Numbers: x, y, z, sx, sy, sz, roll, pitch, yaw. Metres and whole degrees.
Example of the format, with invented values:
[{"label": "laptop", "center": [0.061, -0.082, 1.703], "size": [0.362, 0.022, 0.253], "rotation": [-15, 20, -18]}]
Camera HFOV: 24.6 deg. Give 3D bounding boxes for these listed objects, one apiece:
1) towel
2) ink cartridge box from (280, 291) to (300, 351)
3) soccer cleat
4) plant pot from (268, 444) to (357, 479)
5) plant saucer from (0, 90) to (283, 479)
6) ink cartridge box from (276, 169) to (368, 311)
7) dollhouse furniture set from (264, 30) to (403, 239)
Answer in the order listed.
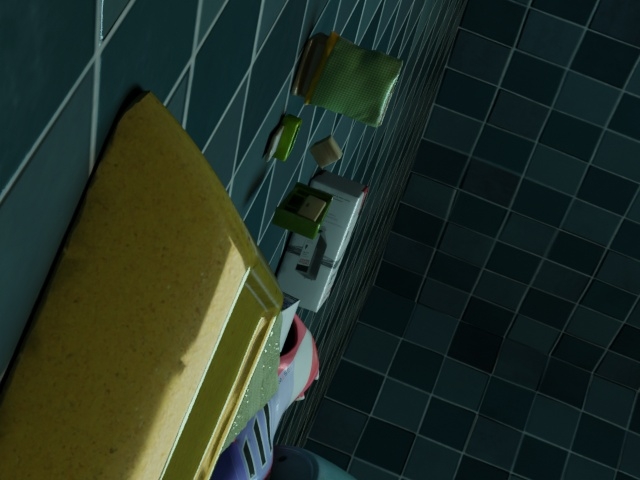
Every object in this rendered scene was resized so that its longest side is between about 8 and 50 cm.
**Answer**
[{"label": "towel", "center": [-0.071, 0.129, 1.372], "size": [0.110, 0.027, 0.148], "rotation": [-48, 158, -37]}, {"label": "ink cartridge box", "center": [-0.063, 0.094, 1.448], "size": [0.115, 0.029, 0.063], "rotation": [-29, 142, -64]}, {"label": "soccer cleat", "center": [-0.074, 0.174, 1.539], "size": [0.248, 0.083, 0.095], "rotation": [-56, 137, -43]}, {"label": "plant pot", "center": [-0.044, 0.334, 1.559], "size": [0.290, 0.290, 0.195], "rotation": [-61, 141, -57]}, {"label": "plant saucer", "center": [-0.106, 0.113, 0.817], "size": [0.333, 0.081, 0.333], "rotation": [70, 42, -82]}, {"label": "ink cartridge box", "center": [0.000, 0.000, 1.589], "size": [0.099, 0.056, 0.135], "rotation": [-50, 160, -77]}, {"label": "dollhouse furniture set", "center": [0.003, -0.083, 1.155], "size": [0.058, 0.076, 0.152], "rotation": [-60, 171, -63]}]
